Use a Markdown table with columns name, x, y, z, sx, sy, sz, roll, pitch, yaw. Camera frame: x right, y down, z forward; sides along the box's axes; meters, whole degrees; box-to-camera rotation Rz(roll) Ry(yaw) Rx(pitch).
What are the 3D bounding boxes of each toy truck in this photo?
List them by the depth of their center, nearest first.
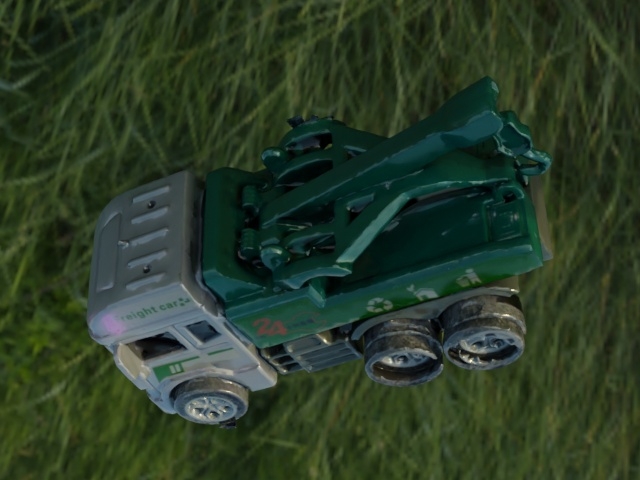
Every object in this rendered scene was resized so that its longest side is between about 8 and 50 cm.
| name | x | y | z | sx | sy | sz | roll | pitch | yaw |
| --- | --- | --- | --- | --- | --- | --- | --- | --- | --- |
| toy truck | 0.002 | 0.005 | 0.923 | 0.363 | 0.176 | 0.178 | -20 | 139 | 24 |
